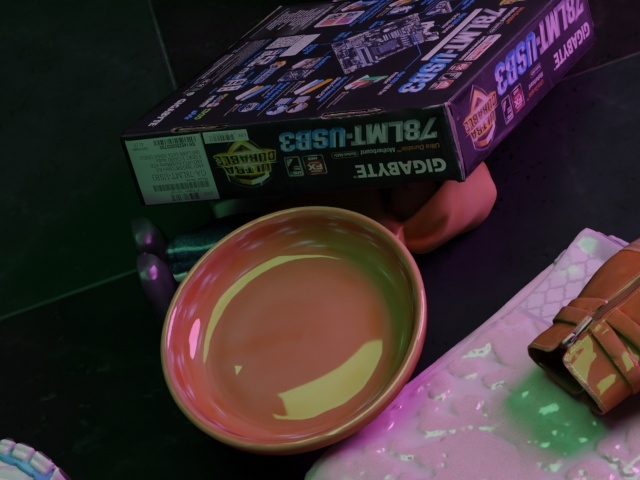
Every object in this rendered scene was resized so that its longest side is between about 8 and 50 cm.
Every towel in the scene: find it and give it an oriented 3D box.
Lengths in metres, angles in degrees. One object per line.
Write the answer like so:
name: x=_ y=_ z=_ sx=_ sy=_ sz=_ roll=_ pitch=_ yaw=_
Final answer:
towel: x=0.203 y=0.148 z=1.287 sx=0.317 sy=0.053 sz=0.332 roll=-41 pitch=45 yaw=-22

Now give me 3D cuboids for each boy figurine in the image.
boy figurine: x=0.000 y=0.000 z=1.487 sx=0.285 sy=0.092 sz=0.177 roll=-17 pitch=39 yaw=6

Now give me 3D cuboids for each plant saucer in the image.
plant saucer: x=-0.017 y=0.068 z=1.373 sx=0.200 sy=0.037 sz=0.200 roll=-9 pitch=57 yaw=15

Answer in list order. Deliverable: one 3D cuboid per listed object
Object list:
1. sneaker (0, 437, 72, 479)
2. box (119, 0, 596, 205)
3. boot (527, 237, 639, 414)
sneaker: x=-0.282 y=0.180 z=1.418 sx=0.190 sy=0.071 sz=0.083 roll=13 pitch=57 yaw=31
box: x=0.036 y=-0.125 z=1.527 sx=0.293 sy=0.073 sz=0.295 roll=-2 pitch=26 yaw=29
boot: x=0.241 y=0.063 z=1.266 sx=0.152 sy=0.073 sz=0.197 roll=-38 pitch=25 yaw=-14
